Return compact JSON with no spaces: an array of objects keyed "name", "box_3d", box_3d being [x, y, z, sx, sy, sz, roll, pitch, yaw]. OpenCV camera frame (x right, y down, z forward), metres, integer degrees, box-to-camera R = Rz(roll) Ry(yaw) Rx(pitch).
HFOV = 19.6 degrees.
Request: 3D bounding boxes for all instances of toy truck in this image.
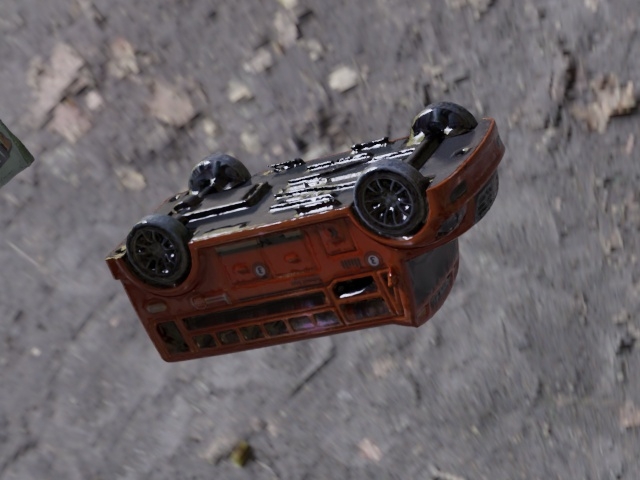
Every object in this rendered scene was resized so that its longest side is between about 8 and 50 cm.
[{"name":"toy truck","box_3d":[0.000,0.000,1.151,0.253,0.107,0.114,-11,111,30]}]

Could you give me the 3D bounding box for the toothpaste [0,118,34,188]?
[{"name":"toothpaste","box_3d":[-0.222,-0.035,1.126,0.036,0.205,0.056,-29,104,20]}]
